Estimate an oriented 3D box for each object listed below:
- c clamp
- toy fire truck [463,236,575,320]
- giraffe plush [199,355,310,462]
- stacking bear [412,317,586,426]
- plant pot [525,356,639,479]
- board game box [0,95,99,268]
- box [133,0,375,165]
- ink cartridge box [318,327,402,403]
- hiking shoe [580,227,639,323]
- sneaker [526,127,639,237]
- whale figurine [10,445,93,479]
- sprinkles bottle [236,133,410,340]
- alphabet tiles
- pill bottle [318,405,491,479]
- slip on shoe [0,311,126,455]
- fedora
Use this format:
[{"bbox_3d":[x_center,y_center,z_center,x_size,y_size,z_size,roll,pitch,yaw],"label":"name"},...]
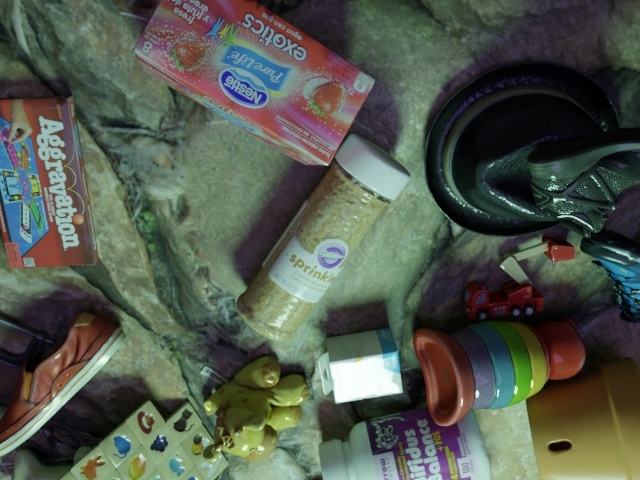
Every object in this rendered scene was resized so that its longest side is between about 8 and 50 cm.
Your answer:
[{"bbox_3d":[-0.556,0.165,1.071,0.160,0.022,0.137,24,113,-14],"label":"c clamp"},{"bbox_3d":[0.356,0.069,1.087,0.192,0.047,0.135,-6,111,-1],"label":"toy fire truck"},{"bbox_3d":[-0.128,0.321,1.081,0.210,0.170,0.181,19,109,-11],"label":"giraffe plush"},{"bbox_3d":[0.342,0.216,1.082,0.289,0.164,0.175,-9,79,-15],"label":"stacking bear"},{"bbox_3d":[0.506,0.376,1.114,0.203,0.291,0.291,-12,113,19],"label":"plant pot"},{"bbox_3d":[-0.456,-0.090,0.974,0.145,0.027,0.281,-3,111,-5],"label":"board game box"},{"bbox_3d":[-0.097,-0.240,0.862,0.300,0.154,0.142,29,90,-15],"label":"box"},{"bbox_3d":[0.070,0.230,1.105,0.143,0.090,0.092,-8,111,0],"label":"ink cartridge box"},{"bbox_3d":[0.578,0.088,1.076,0.304,0.113,0.132,28,106,-14],"label":"hiking shoe"},{"bbox_3d":[0.411,-0.085,0.853,0.227,0.087,0.130,-16,114,-4],"label":"sneaker"},{"bbox_3d":[-0.469,0.490,1.159,0.272,0.141,0.216,18,95,13],"label":"whale figurine"},{"bbox_3d":[0.000,0.000,0.994,0.121,0.121,0.355,31,106,-15],"label":"sprinkles bottle"},{"bbox_3d":[-0.331,0.475,1.095,0.342,0.011,0.285,-41,115,-32],"label":"alphabet tiles"},{"bbox_3d":[0.155,0.418,1.143,0.301,0.169,0.169,-14,112,0],"label":"pill bottle"},{"bbox_3d":[-0.489,0.254,1.060,0.101,0.123,0.331,44,97,-11],"label":"slip on shoe"},{"bbox_3d":[0.342,-0.125,0.954,0.334,0.152,0.334,-2,111,-4],"label":"fedora"}]
